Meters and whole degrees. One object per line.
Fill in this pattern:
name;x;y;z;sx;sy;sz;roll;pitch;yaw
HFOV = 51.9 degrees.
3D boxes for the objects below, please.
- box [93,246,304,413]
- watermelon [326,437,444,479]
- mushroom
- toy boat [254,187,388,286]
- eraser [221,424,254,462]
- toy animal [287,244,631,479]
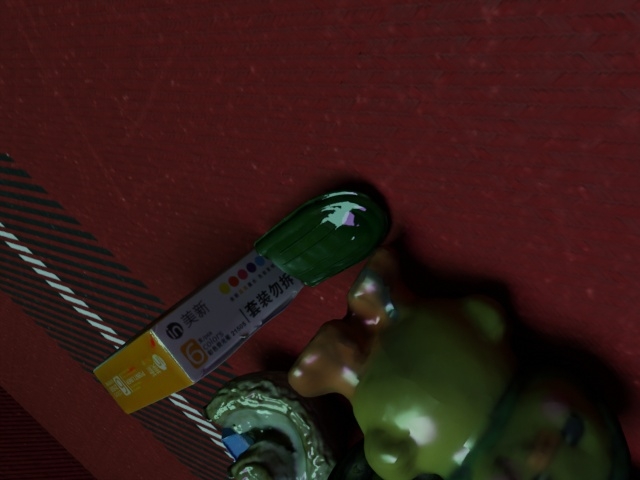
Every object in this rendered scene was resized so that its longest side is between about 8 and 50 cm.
box;-0.173;0.123;0.912;0.091;0.221;0.274;53;140;-4
watermelon;0.125;0.367;0.842;0.269;0.269;0.269;24;138;24
mushroom;-0.036;0.316;1.004;0.164;0.189;0.267;-33;70;16
toy boat;0.000;0.000;0.775;0.104;0.052;0.210;36;144;-15
eraser;-0.064;0.414;1.152;0.042;0.144;0.312;-31;105;10
toy animal;0.149;0.175;0.693;0.338;0.216;0.191;34;168;16
